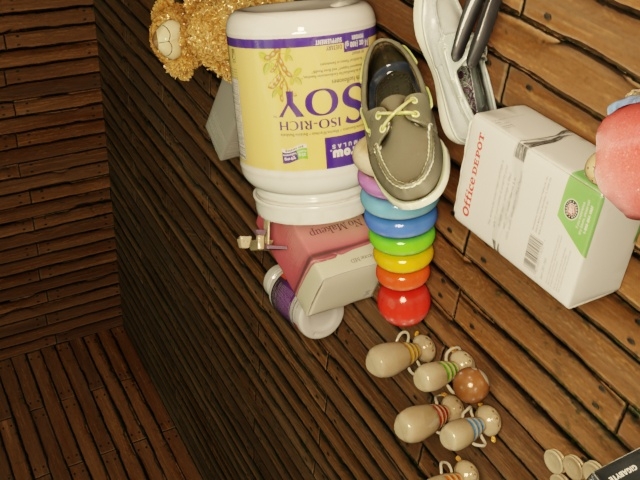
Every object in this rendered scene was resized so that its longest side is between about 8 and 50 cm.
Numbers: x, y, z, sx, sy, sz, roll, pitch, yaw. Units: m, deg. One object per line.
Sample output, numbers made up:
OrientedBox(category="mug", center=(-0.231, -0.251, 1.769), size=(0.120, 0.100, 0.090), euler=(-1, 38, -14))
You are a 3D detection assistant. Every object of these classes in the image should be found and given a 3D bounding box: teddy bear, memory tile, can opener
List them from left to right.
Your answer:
OrientedBox(category="teddy bear", center=(-0.180, -0.385, 1.441), size=(0.337, 0.113, 0.245), euler=(11, 134, 17))
OrientedBox(category="can opener", center=(0.203, -0.305, 0.971), size=(0.059, 0.073, 0.186), euler=(45, 127, 39))
OrientedBox(category="memory tile", center=(0.367, 0.369, 1.106), size=(0.113, 0.012, 0.148), euler=(-4, 99, 63))

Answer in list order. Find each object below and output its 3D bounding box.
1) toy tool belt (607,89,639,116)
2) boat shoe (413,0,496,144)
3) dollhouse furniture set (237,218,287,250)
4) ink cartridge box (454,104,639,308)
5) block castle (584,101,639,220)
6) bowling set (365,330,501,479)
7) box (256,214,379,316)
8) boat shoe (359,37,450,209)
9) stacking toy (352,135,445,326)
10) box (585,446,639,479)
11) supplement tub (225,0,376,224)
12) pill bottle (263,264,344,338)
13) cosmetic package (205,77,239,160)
OrientedBox(category="toy tool belt", center=(0.333, -0.135, 0.856), size=(0.083, 0.051, 0.052), euler=(5, 108, 63))
OrientedBox(category="boat shoe", center=(0.192, -0.242, 1.062), size=(0.081, 0.079, 0.228), euler=(2, 112, 56))
OrientedBox(category="dollhouse furniture set", center=(-0.122, -0.023, 1.457), size=(0.114, 0.090, 0.081), euler=(173, 98, -65))
OrientedBox(category="ink cartridge box", center=(0.274, -0.049, 0.970), size=(0.219, 0.092, 0.160), euler=(47, 142, 44))
OrientedBox(category="block castle", center=(0.299, -0.264, 0.573), size=(0.212, 0.302, 0.454), euler=(-13, 91, 65))
OrientedBox(category="bowling set", center=(0.218, 0.256, 1.233), size=(0.199, 0.154, 0.287), euler=(-32, 73, 44))
OrientedBox(category="box", center=(0.000, 0.000, 1.475), size=(0.232, 0.148, 0.127), euler=(59, 149, 28))
OrientedBox(category="boat shoe", center=(0.107, -0.168, 1.102), size=(0.305, 0.109, 0.091), euler=(-94, -19, -45))
OrientedBox(category="stacking toy", center=(0.129, -0.002, 1.255), size=(0.141, 0.141, 0.331), euler=(38, 140, 51))
OrientedBox(category="box", center=(0.388, 0.272, 0.776), size=(0.175, 0.220, 0.051), euler=(54, 144, 34))
OrientedBox(category="supplement tub", center=(-0.022, -0.214, 1.300), size=(0.241, 0.240, 0.332), euler=(29, 129, 56))
OrientedBox(category="pill bottle", center=(-0.043, 0.120, 1.670), size=(0.193, 0.108, 0.108), euler=(34, 133, 53))
OrientedBox(category="cosmetic package", center=(-0.146, -0.274, 1.643), size=(0.107, 0.127, 0.238), euler=(64, 150, 19))
